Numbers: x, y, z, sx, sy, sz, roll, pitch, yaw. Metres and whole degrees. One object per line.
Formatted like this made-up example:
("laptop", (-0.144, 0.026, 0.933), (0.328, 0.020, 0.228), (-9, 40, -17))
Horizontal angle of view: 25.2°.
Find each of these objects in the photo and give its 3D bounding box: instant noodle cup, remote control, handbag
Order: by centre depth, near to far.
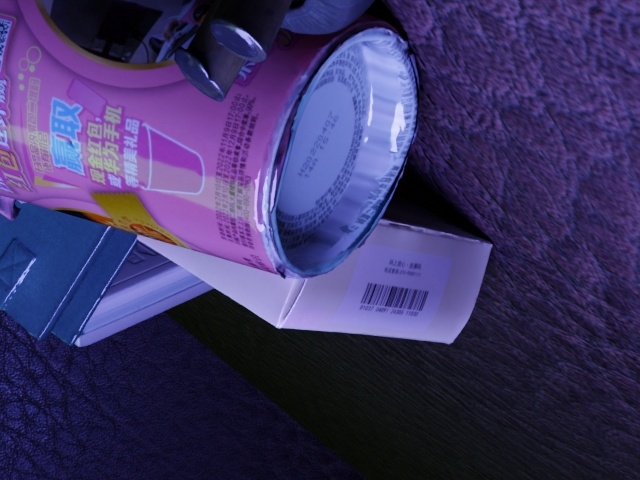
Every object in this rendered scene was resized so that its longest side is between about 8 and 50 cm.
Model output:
("instant noodle cup", (-0.086, -0.093, 0.901), (0.255, 0.244, 0.244), (24, 163, 28))
("handbag", (-0.271, -0.074, 1.411), (0.269, 0.274, 0.100), (33, -173, 26))
("remote control", (-0.172, 0.026, 1.522), (0.103, 0.277, 0.055), (31, 130, 37))

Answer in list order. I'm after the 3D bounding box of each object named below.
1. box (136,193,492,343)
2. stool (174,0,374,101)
("box", (0.000, 0.000, 1.073), (0.168, 0.095, 0.212), (27, -169, 39))
("stool", (-0.055, -0.164, 0.675), (0.228, 0.139, 0.153), (27, 163, 36))
